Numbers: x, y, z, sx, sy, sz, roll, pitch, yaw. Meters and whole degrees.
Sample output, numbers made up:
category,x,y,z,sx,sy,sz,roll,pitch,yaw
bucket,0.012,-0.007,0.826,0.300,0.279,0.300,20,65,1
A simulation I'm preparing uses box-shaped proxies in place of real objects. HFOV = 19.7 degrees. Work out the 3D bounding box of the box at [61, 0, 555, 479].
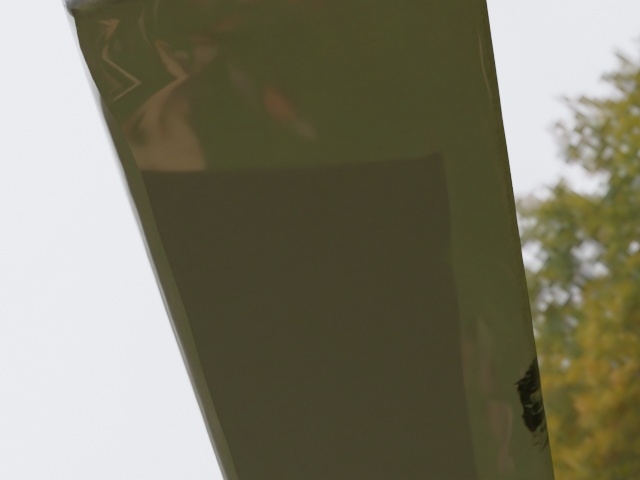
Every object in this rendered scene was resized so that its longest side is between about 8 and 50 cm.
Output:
category,x,y,z,sx,sy,sz,roll,pitch,yaw
box,0.000,0.000,0.509,0.094,0.113,0.275,-17,-45,-4
